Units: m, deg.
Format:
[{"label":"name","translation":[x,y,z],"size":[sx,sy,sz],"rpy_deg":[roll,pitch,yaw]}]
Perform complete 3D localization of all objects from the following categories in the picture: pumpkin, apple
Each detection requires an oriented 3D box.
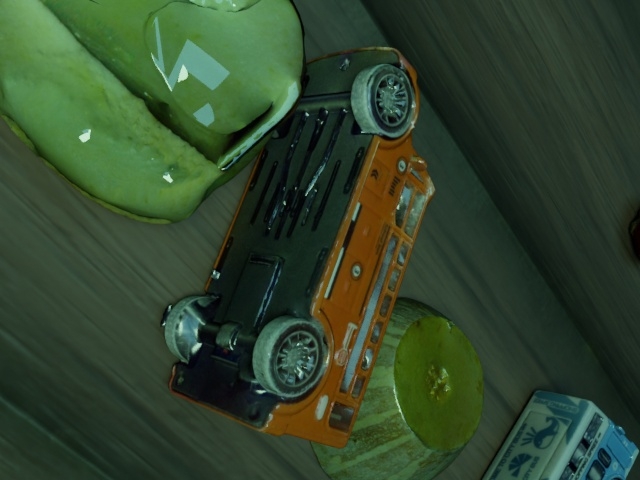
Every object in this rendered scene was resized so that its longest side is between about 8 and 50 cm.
[{"label":"pumpkin","translation":[0.100,0.164,0.679],"size":[0.217,0.110,0.217],"rpy_deg":[3,84,-32]},{"label":"apple","translation":[-0.118,-0.122,0.474],"size":[0.188,0.174,0.207],"rpy_deg":[42,111,-9]}]

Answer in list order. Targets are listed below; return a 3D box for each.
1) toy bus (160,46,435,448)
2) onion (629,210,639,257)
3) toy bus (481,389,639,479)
[{"label":"toy bus","translation":[0.000,0.000,0.584],"size":[0.153,0.143,0.329],"rpy_deg":[32,71,-42]},{"label":"onion","translation":[0.501,-0.010,0.966],"size":[0.107,0.097,0.107],"rpy_deg":[-24,121,-47]},{"label":"toy bus","translation":[0.250,0.325,0.784],"size":[0.131,0.106,0.297],"rpy_deg":[49,66,-21]}]
